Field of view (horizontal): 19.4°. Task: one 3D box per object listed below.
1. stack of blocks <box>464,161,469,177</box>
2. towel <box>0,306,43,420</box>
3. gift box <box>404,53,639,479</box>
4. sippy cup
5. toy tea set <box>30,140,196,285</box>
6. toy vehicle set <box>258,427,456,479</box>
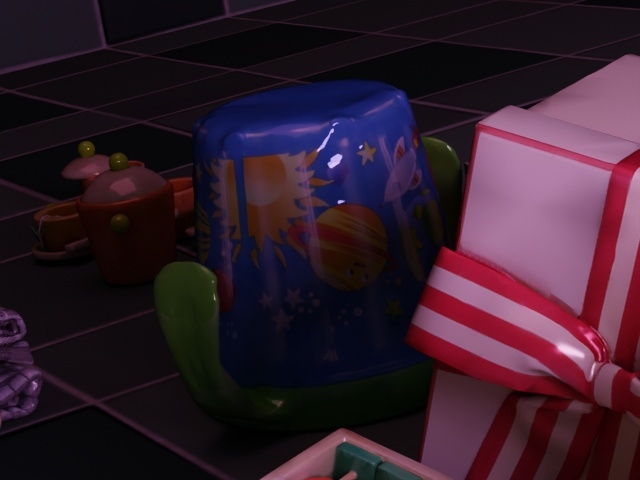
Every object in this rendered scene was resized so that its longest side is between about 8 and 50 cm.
[{"bbox_3d":[0.192,0.002,1.409,0.087,0.171,0.297,-12,15,-8],"label":"stack of blocks"},{"bbox_3d":[-0.392,0.097,1.473,0.283,0.121,0.235,-14,15,-40],"label":"towel"},{"bbox_3d":[0.211,0.067,1.044,0.255,0.276,0.258,14,21,27],"label":"gift box"},{"bbox_3d":[0.000,0.000,1.434,0.240,0.224,0.305,-10,16,2],"label":"sippy cup"},{"bbox_3d":[-0.198,-0.052,1.921,0.200,0.124,0.336,-20,19,-32],"label":"toy tea set"},{"bbox_3d":[0.068,0.188,0.925,0.266,0.035,0.166,22,31,29],"label":"toy vehicle set"}]
